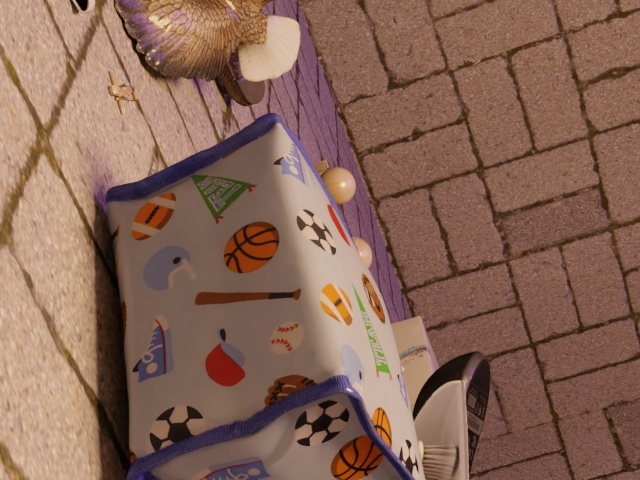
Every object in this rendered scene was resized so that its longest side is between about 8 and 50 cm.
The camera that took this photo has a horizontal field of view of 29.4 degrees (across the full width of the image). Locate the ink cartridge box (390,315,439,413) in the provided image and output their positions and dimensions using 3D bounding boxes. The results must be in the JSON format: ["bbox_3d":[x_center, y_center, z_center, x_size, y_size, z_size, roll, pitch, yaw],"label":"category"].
[{"bbox_3d":[0.137,0.287,2.192,0.232,0.168,0.171,-95,166,-56],"label":"ink cartridge box"}]

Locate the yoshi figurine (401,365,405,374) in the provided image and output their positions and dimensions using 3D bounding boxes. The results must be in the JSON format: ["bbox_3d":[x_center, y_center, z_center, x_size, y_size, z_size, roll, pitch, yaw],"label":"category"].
[{"bbox_3d":[0.014,0.267,1.537,0.362,0.203,0.203,50,52,-43],"label":"yoshi figurine"}]

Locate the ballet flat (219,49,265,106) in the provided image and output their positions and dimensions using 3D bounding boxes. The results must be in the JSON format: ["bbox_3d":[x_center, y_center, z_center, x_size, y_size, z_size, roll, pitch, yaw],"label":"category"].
[{"bbox_3d":[-0.160,-0.310,1.845,0.084,0.058,0.250,-53,129,-35],"label":"ballet flat"}]

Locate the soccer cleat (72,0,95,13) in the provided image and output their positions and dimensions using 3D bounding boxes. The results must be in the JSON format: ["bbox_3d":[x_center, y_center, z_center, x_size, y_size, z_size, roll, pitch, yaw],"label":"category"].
[{"bbox_3d":[-0.249,-0.269,1.231,0.035,0.029,0.083,-99,174,-65],"label":"soccer cleat"}]

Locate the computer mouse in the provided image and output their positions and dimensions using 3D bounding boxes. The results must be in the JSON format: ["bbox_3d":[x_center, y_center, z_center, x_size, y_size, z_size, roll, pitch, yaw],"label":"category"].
[{"bbox_3d":[0.137,0.259,1.474,0.188,0.072,0.272,48,55,-59],"label":"computer mouse"}]

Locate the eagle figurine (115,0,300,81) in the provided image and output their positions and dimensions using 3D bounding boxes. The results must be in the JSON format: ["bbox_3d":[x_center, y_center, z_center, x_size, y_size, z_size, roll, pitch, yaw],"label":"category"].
[{"bbox_3d":[-0.139,-0.316,1.550,0.298,0.225,0.226,-141,-137,-85],"label":"eagle figurine"}]

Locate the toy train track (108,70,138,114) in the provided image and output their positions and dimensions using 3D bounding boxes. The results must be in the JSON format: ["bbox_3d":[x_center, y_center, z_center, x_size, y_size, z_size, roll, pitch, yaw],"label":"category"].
[{"bbox_3d":[-0.210,-0.160,1.320,0.083,0.014,0.048,-14,87,-82],"label":"toy train track"}]

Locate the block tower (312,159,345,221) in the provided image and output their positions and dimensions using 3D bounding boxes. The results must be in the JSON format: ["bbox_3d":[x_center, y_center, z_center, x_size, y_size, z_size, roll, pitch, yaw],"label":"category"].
[{"bbox_3d":[0.011,0.022,2.162,0.097,0.091,0.335,41,33,-76],"label":"block tower"}]

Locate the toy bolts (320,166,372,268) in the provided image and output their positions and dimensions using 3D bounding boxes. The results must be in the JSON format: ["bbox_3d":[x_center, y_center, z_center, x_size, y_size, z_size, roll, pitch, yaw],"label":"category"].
[{"bbox_3d":[0.000,0.000,1.888,0.218,0.158,0.228,54,20,-66],"label":"toy bolts"}]

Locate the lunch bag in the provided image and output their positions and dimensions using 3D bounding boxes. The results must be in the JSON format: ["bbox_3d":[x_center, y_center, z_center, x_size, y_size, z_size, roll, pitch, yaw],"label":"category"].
[{"bbox_3d":[-0.030,0.141,1.149,0.385,0.239,0.327,54,18,-48],"label":"lunch bag"}]

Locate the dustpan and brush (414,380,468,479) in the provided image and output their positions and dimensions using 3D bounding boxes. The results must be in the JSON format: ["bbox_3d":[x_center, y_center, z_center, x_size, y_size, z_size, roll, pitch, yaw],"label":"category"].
[{"bbox_3d":[0.096,0.255,1.273,0.211,0.060,0.147,106,-9,-48],"label":"dustpan and brush"}]
